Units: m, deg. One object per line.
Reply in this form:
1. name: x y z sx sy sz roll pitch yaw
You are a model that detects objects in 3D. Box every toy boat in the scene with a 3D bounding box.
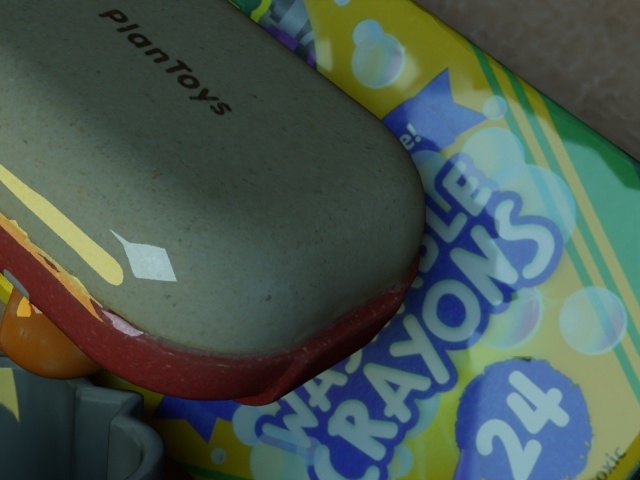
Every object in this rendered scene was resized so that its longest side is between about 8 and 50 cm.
1. toy boat: -0.084 -0.012 0.551 0.231 0.151 0.151 40 128 20

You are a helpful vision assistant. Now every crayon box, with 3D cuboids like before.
1. crayon box: 0.000 0.000 0.620 0.323 0.083 0.203 39 98 21

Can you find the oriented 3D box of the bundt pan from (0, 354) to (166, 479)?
1. bundt pan: -0.210 0.140 0.510 0.330 0.331 0.124 0 103 21
